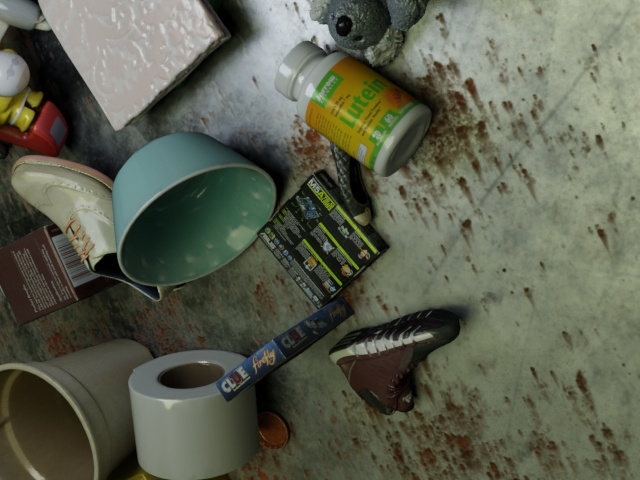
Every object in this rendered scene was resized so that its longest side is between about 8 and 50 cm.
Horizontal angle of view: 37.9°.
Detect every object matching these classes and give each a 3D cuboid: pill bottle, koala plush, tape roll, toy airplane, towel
[{"bbox_3d":[0.048,-0.225,1.541,0.246,0.136,0.136,37,120,16],"label":"pill bottle"},{"bbox_3d":[0.080,-0.386,1.473,0.196,0.203,0.221,33,141,4],"label":"koala plush"},{"bbox_3d":[-0.245,0.336,1.827,0.246,0.246,0.169,5,108,29],"label":"tape roll"},{"bbox_3d":[-0.670,-0.321,1.787,0.273,0.384,0.386,-4,102,42],"label":"toy airplane"},{"bbox_3d":[-0.350,-0.415,1.712,0.332,0.053,0.317,-32,89,34],"label":"towel"}]

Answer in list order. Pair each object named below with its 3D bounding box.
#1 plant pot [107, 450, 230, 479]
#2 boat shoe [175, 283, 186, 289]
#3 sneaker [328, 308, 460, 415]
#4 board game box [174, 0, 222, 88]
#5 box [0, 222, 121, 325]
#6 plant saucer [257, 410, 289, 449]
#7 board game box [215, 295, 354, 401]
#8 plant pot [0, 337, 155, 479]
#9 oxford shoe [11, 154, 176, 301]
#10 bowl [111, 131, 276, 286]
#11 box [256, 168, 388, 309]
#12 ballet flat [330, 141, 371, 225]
[{"bbox_3d":[-0.336,0.533,1.964,0.212,0.187,0.212,-29,90,27],"label":"plant pot"},{"bbox_3d":[-0.332,0.076,1.912,0.133,0.049,0.042,9,118,33],"label":"boat shoe"},{"bbox_3d":[0.156,0.224,1.653,0.281,0.106,0.162,-19,100,44],"label":"sneaker"},{"bbox_3d":[-0.279,-0.469,1.712,0.213,0.046,0.317,38,121,14],"label":"board game box"},{"bbox_3d":[-0.548,0.054,1.961,0.203,0.167,0.168,-21,95,34],"label":"box"},{"bbox_3d":[-0.100,0.385,1.895,0.084,0.013,0.083,10,111,27],"label":"plant saucer"},{"bbox_3d":[-0.060,0.191,1.673,0.165,0.243,0.042,-39,83,33],"label":"board game box"},{"bbox_3d":[-0.486,0.357,1.938,0.334,0.305,0.333,9,109,27],"label":"plant pot"},{"bbox_3d":[-0.436,-0.027,1.806,0.397,0.146,0.140,29,135,-4],"label":"oxford shoe"},{"bbox_3d":[-0.254,-0.077,1.697,0.163,0.312,0.311,54,126,28],"label":"bowl"},{"bbox_3d":[0.000,0.000,1.698,0.190,0.045,0.184,50,121,9],"label":"box"},{"bbox_3d":[0.059,-0.109,1.620,0.049,0.057,0.173,-11,100,28],"label":"ballet flat"}]
